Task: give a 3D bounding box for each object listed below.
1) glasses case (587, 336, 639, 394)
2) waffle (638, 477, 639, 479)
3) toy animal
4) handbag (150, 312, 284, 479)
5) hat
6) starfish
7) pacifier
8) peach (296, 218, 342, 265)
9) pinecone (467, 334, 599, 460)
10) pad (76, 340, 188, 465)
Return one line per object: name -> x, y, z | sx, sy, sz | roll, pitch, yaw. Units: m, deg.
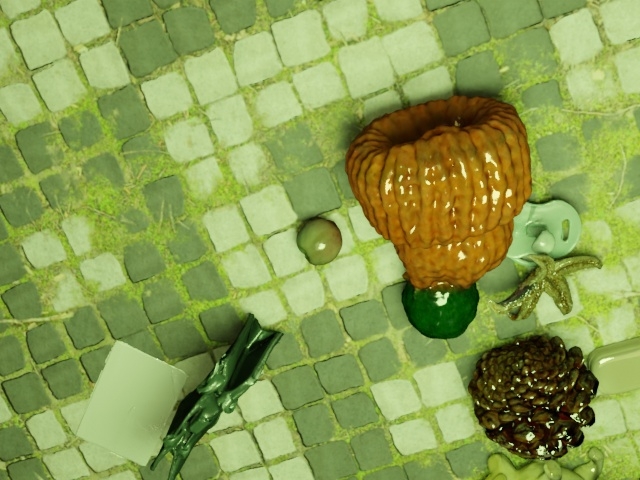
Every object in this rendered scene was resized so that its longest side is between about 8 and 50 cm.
glasses case -> 0.570, 0.211, 1.504 | 0.196, 0.050, 0.083 | -15, 107, 10
waffle -> 0.675, 0.478, 1.581 | 0.183, 0.036, 0.169 | -14, 105, 8
toy animal -> 0.409, 0.436, 1.556 | 0.233, 0.121, 0.169 | 11, 124, -8
handbag -> -0.180, 0.265, 1.479 | 0.079, 0.260, 0.247 | 37, 107, -1
hat -> 0.208, -0.011, 1.365 | 0.285, 0.285, 0.400 | -12, 109, 8
starfish -> 0.373, 0.065, 1.428 | 0.213, 0.057, 0.238 | -30, 142, -2
pacifier -> 0.359, -0.003, 1.425 | 0.150, 0.116, 0.127 | 7, 113, 1
peach -> 0.000, 0.002, 1.479 | 0.083, 0.083, 0.083 | 1, 107, 5
pinecone -> 0.369, 0.273, 1.467 | 0.221, 0.221, 0.221 | 1, 107, 5
pad -> -0.363, 0.315, 1.643 | 0.156, 0.004, 0.232 | 26, 107, -3
